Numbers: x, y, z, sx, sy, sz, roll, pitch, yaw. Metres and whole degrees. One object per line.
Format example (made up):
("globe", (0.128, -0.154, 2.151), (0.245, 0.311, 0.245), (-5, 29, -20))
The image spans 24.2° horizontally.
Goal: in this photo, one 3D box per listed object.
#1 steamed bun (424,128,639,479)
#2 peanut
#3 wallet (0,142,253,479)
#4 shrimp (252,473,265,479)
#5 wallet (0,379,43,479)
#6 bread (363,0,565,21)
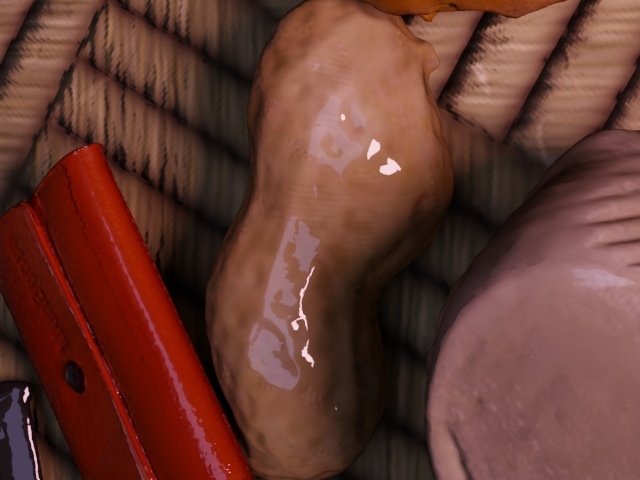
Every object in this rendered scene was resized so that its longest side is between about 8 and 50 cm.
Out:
("steamed bun", (0.230, 0.122, 0.631), (0.383, 0.247, 0.236), (23, 120, 18))
("peanut", (0.000, 0.000, 0.777), (0.117, 0.101, 0.263), (17, 95, 33))
("wallet", (-0.117, 0.065, 0.824), (0.142, 0.045, 0.204), (-40, 72, 50))
("shrimp", (0.013, 0.191, 0.809), (0.115, 0.051, 0.217), (-36, 76, 17))
("wallet", (-0.302, 0.226, 0.937), (0.323, 0.041, 0.247), (-10, 90, 18))
("bread", (0.077, -0.224, 0.722), (0.268, 0.146, 0.268), (2, 94, 24))
